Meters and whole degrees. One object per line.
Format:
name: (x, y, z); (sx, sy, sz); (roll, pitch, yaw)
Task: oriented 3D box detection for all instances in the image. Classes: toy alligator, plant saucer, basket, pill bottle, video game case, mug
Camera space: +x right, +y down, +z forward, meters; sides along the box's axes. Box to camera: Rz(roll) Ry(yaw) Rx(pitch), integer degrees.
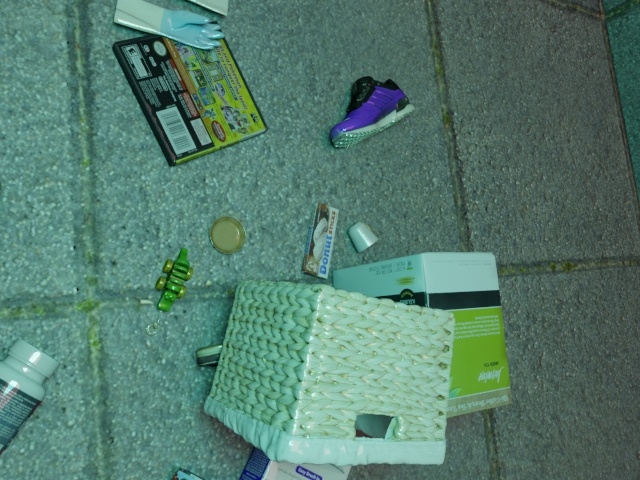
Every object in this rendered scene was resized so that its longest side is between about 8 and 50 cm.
toy alligator: (-0.298, 0.099, 1.055); (0.056, 0.051, 0.189); (27, 68, -24)
plant saucer: (-0.204, -0.011, 1.156); (0.083, 0.015, 0.083); (6, 78, -31)
basket: (0.018, 0.226, 0.948); (0.328, 0.331, 0.266); (15, 80, -31)
pill bottle: (-0.517, 0.257, 0.858); (0.108, 0.108, 0.180); (41, 63, -19)
video game case: (-0.277, -0.328, 1.162); (0.248, 0.035, 0.275); (-28, 95, -32)
mug: (0.102, -0.012, 1.328); (0.062, 0.078, 0.064); (-35, 91, 1)

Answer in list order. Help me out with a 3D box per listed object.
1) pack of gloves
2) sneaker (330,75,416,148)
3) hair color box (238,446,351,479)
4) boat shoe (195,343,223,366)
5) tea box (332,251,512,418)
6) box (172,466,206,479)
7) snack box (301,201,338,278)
pack of gloves: (-0.311, -0.525, 1.148); (0.232, 0.046, 0.195); (10, 68, -24)
sneaker: (0.112, -0.345, 1.373); (0.293, 0.102, 0.146); (-31, 93, -37)
hair color box: (-0.088, 0.560, 1.064); (0.185, 0.110, 0.339); (35, 66, -19)
boat shoe: (-0.121, 0.261, 1.106); (0.285, 0.103, 0.092); (10, 71, -36)
tea box: (0.210, 0.205, 1.183); (0.220, 0.329, 0.323); (2, 81, -32)
box: (-0.176, 0.562, 0.932); (0.293, 0.057, 0.201); (19, 64, 19)
snack box: (0.000, 0.000, 1.275); (0.064, 0.022, 0.178); (19, 71, -29)
